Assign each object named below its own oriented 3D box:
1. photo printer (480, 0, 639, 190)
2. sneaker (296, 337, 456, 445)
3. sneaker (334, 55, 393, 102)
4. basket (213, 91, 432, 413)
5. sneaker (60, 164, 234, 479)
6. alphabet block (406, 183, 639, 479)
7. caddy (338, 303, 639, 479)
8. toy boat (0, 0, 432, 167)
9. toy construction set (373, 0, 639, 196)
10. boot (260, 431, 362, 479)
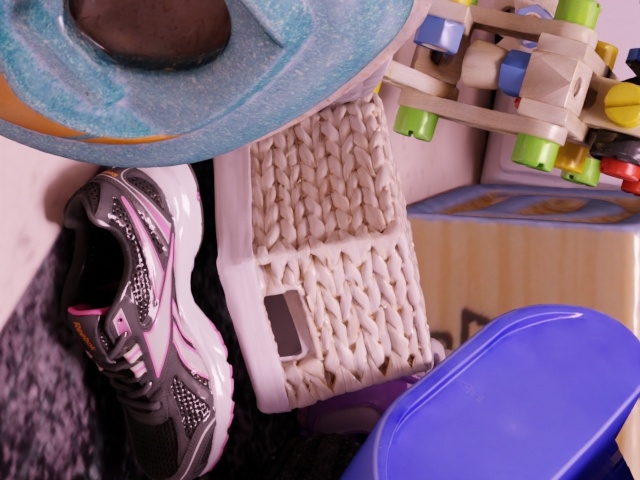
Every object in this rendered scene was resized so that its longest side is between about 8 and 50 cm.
[{"bbox_3d":[0.283,-0.163,1.566,0.107,0.256,0.308,85,16,-72],"label":"photo printer"},{"bbox_3d":[0.079,0.125,1.254,0.236,0.095,0.105,24,82,-22],"label":"sneaker"},{"bbox_3d":[-0.016,-0.221,1.032,0.129,0.111,0.297,-58,135,-61],"label":"sneaker"},{"bbox_3d":[0.000,0.000,1.057,0.167,0.103,0.113,-98,174,-55],"label":"basket"},{"bbox_3d":[-0.102,0.045,0.968,0.077,0.072,0.178,-24,107,-51],"label":"sneaker"},{"bbox_3d":[0.172,0.068,1.413,0.192,0.193,0.197,-20,112,-63],"label":"alphabet block"},{"bbox_3d":[0.120,0.192,1.040,0.341,0.241,0.179,-32,156,-51],"label":"caddy"},{"bbox_3d":[-0.125,-0.142,0.732,0.318,0.267,0.148,43,48,-21],"label":"toy boat"},{"bbox_3d":[0.158,-0.116,1.355,0.327,0.215,0.151,-23,126,-67],"label":"toy construction set"},{"bbox_3d":[0.000,0.320,1.131,0.260,0.131,0.348,-51,138,-53],"label":"boot"}]
